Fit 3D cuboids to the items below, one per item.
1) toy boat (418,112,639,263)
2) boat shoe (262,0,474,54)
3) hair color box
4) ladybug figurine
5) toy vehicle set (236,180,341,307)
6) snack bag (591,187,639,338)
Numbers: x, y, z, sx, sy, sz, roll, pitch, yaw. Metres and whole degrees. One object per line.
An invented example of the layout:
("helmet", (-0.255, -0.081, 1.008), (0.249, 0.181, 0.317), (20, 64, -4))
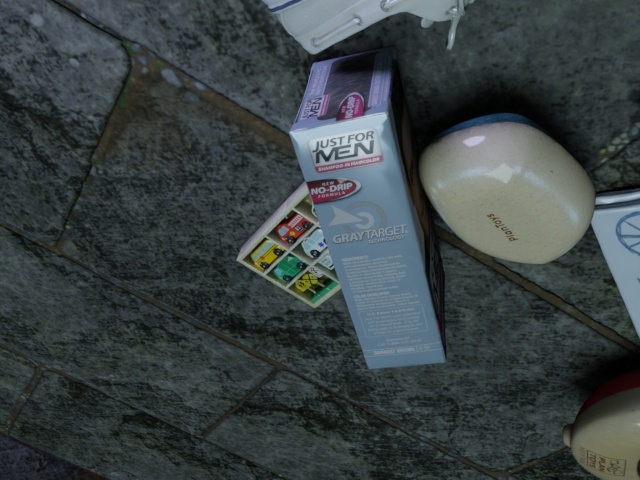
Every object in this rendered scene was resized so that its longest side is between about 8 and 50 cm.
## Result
("toy boat", (0.296, -0.083, 0.832), (0.318, 0.148, 0.267), (-11, 144, 33))
("boat shoe", (0.111, -0.273, 0.689), (0.367, 0.135, 0.156), (-15, 129, 34))
("hair color box", (0.078, -0.031, 0.875), (0.114, 0.185, 0.374), (-9, 126, 15))
("ladybug figurine", (0.631, 0.305, 1.105), (0.449, 0.162, 0.305), (-1, 135, 18))
("toy vehicle set", (0.000, 0.000, 1.082), (0.166, 0.035, 0.267), (32, 135, -16))
("snack bag", (0.568, 0.033, 0.907), (0.343, 0.037, 0.323), (-9, 131, 37))
